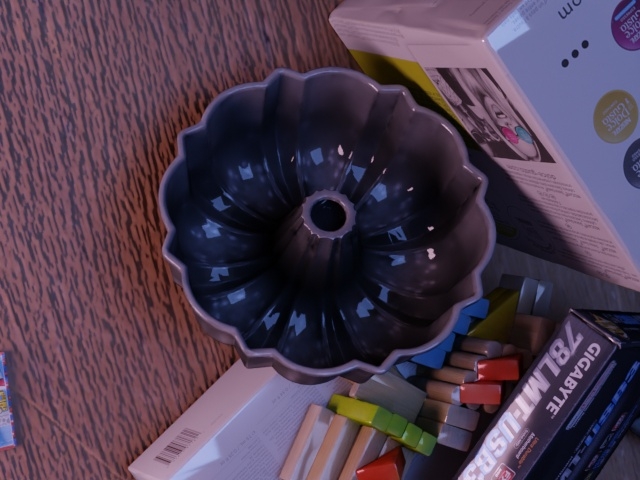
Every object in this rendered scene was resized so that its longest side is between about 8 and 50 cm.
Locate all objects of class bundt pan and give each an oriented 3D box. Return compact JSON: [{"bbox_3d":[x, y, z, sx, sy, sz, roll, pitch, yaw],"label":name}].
[{"bbox_3d":[0.000,0.000,1.659,0.331,0.124,0.331,4,65,-8],"label":"bundt pan"}]

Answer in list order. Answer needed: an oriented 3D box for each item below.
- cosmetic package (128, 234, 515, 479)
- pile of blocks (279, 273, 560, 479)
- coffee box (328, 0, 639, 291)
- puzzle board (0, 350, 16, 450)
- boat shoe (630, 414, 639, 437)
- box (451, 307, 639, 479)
[{"bbox_3d":[0.025,0.217,1.771,0.377,0.097,0.284,-43,113,-21],"label":"cosmetic package"},{"bbox_3d":[0.122,0.142,1.704,0.362,0.113,0.149,-43,115,-23],"label":"pile of blocks"},{"bbox_3d":[0.281,-0.196,1.729,0.337,0.338,0.334,-43,114,-13],"label":"coffee box"},{"bbox_3d":[-0.353,0.164,1.590,0.128,0.011,0.096,-11,100,-29],"label":"puzzle board"},{"bbox_3d":[0.449,0.096,2.006,0.099,0.116,0.319,25,87,-34],"label":"boat shoe"},{"bbox_3d":[0.251,0.209,1.785,0.295,0.073,0.293,-58,158,10],"label":"box"}]
